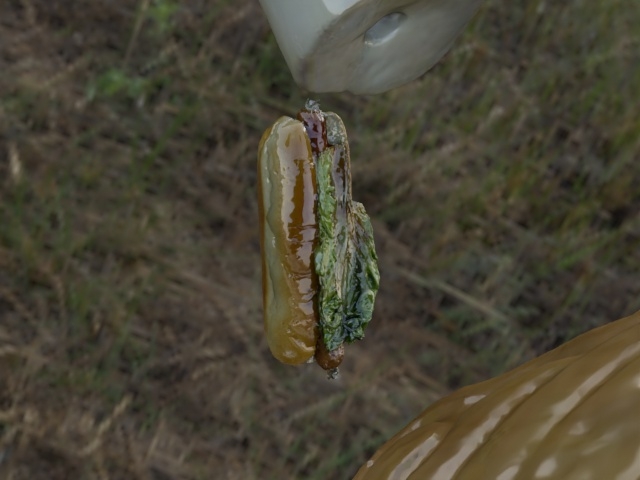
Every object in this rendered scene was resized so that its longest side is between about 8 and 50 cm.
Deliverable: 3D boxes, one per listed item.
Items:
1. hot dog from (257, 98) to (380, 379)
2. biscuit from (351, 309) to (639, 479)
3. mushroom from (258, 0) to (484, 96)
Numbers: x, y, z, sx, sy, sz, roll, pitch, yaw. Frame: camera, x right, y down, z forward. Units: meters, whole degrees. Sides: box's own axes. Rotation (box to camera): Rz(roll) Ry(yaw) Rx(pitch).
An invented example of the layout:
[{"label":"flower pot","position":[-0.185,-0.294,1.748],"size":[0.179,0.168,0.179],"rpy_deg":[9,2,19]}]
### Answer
[{"label":"hot dog","position":[0.000,0.000,0.798],"size":[0.041,0.133,0.056],"rpy_deg":[7,16,31]},{"label":"biscuit","position":[0.125,0.093,0.503],"size":[0.057,0.351,0.312],"rpy_deg":[60,41,-19]},{"label":"mushroom","position":[-0.027,-0.291,0.905],"size":[0.353,0.325,0.353],"rpy_deg":[13,43,-12]}]
